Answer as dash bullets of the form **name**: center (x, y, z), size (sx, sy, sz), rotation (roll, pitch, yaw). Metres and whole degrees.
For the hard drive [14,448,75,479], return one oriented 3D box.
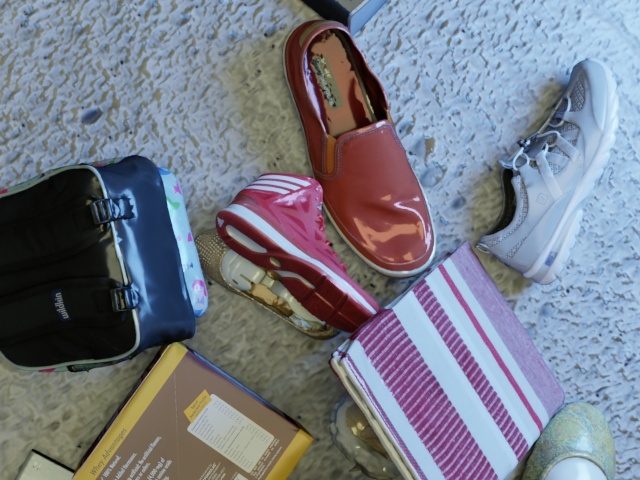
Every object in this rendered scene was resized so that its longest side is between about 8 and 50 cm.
- **hard drive**: center (-0.327, 0.324, 1.480), size (0.094, 0.022, 0.135), rotation (29, 85, -6)

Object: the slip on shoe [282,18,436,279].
- **slip on shoe**: center (0.046, -0.108, 1.505), size (0.123, 0.101, 0.331), rotation (-22, 93, -10)

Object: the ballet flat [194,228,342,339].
- **ballet flat**: center (-0.057, 0.049, 1.502), size (0.206, 0.067, 0.073), rotation (29, 87, -5)

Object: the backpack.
- **backpack**: center (-0.262, 0.029, 1.403), size (0.254, 0.191, 0.225), rotation (-15, 89, 31)

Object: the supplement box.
- **supplement box**: center (-0.147, 0.241, 1.453), size (0.194, 0.129, 0.191), rotation (36, 84, -5)

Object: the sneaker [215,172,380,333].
- **sneaker**: center (0.000, 0.000, 1.466), size (0.221, 0.087, 0.128), rotation (40, 56, -4)

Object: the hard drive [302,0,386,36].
- **hard drive**: center (0.055, -0.392, 1.537), size (0.172, 0.054, 0.254), rotation (38, 84, -5)

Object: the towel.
- **towel**: center (0.151, 0.160, 1.436), size (0.037, 0.329, 0.237), rotation (-32, 92, 37)

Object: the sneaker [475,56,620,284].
- **sneaker**: center (0.274, -0.093, 1.532), size (0.115, 0.105, 0.281), rotation (19, 86, -7)

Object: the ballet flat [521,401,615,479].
- **ballet flat**: center (0.280, 0.364, 1.514), size (0.123, 0.123, 0.348), rotation (23, 85, -6)

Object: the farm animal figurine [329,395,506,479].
- **farm animal figurine**: center (0.065, 0.383, 1.432), size (0.327, 0.172, 0.330), rotation (43, 57, -27)
